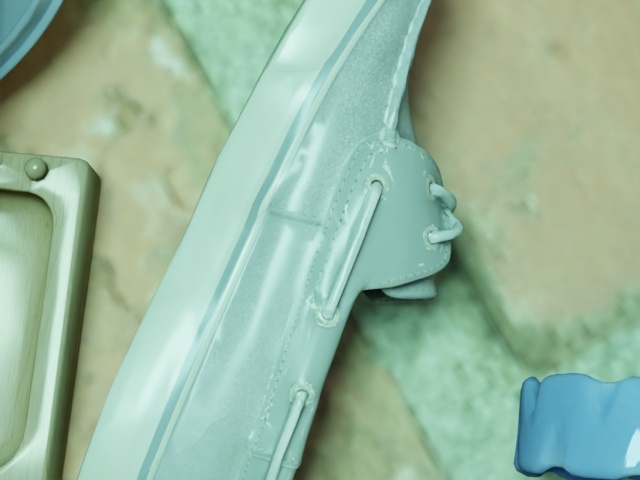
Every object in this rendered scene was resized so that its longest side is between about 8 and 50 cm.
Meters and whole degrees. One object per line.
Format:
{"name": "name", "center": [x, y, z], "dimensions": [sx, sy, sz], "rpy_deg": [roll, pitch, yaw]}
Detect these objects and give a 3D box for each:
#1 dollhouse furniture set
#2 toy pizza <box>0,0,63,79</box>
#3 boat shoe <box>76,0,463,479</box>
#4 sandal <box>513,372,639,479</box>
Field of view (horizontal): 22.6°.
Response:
{"name": "dollhouse furniture set", "center": [-0.159, 0.029, 0.482], "dimensions": [0.151, 0.123, 0.144], "rpy_deg": [6, 80, 3]}
{"name": "toy pizza", "center": [-0.166, -0.134, 0.535], "dimensions": [0.201, 0.032, 0.201], "rpy_deg": [3, 102, 12]}
{"name": "boat shoe", "center": [0.000, 0.000, 0.512], "dimensions": [0.081, 0.079, 0.227], "rpy_deg": [25, 87, -3]}
{"name": "sandal", "center": [0.179, 0.024, 0.477], "dimensions": [0.317, 0.126, 0.138], "rpy_deg": [-43, 77, -7]}
